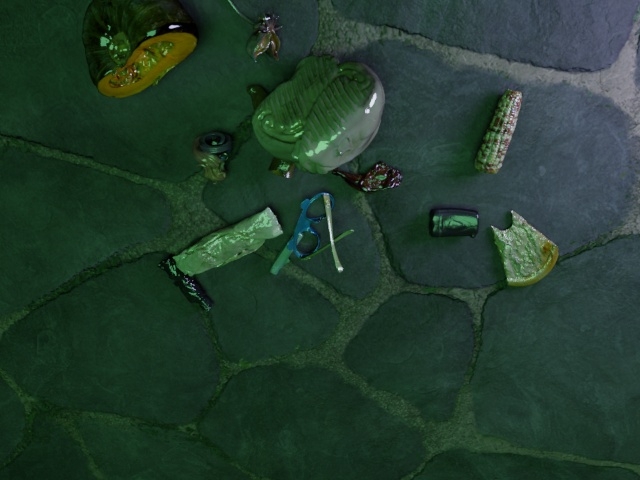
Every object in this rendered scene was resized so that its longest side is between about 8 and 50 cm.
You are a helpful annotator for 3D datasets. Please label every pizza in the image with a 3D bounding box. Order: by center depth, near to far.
[{"bbox_3d":[0.617,0.023,1.712,0.181,0.034,0.262,-24,111,19],"label":"pizza"}]

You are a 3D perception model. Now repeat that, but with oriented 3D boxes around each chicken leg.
[{"bbox_3d":[0.138,-0.182,1.662,0.204,0.053,0.093,-7,93,3],"label":"chicken leg"}]

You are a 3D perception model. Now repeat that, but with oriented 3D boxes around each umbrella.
[{"bbox_3d":[-0.447,0.149,1.901,0.066,0.059,0.236,-23,113,44],"label":"umbrella"}]

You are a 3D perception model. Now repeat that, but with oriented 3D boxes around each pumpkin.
[{"bbox_3d":[-0.480,-0.549,1.489,0.324,0.242,0.232,-25,82,23],"label":"pumpkin"}]

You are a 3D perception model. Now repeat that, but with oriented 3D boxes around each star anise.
[{"bbox_3d":[-0.221,-0.580,1.486,0.227,0.148,0.219,29,156,22],"label":"star anise"}]

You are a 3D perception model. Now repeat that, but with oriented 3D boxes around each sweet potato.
[{"bbox_3d":[-0.137,-0.307,1.612,0.111,0.085,0.286,-15,113,19],"label":"sweet potato"}]

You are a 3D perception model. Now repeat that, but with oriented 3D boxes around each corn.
[{"bbox_3d":[0.491,-0.294,1.548,0.079,0.079,0.237,15,113,0],"label":"corn"}]

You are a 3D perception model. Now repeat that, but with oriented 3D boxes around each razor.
[{"bbox_3d":[0.400,-0.053,1.689,0.147,0.054,0.090,1,117,6],"label":"razor"}]

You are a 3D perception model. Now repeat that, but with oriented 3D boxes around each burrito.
[{"bbox_3d":[-0.295,0.015,1.801,0.391,0.076,0.117,-25,111,18],"label":"burrito"}]

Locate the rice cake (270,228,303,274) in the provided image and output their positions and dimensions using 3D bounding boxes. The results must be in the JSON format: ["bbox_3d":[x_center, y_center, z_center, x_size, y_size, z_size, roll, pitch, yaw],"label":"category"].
[{"bbox_3d":[-0.108,0.039,1.815,0.042,0.030,0.180,28,117,-14],"label":"rice cake"}]

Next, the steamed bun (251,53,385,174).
[{"bbox_3d":[0.019,-0.310,1.490,0.324,0.309,0.219,-53,144,-6],"label":"steamed bun"}]

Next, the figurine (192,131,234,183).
[{"bbox_3d":[-0.321,-0.241,1.656,0.126,0.114,0.157,38,127,27],"label":"figurine"}]

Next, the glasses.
[{"bbox_3d":[0.021,-0.009,1.719,0.206,0.102,0.239,35,120,20],"label":"glasses"}]
